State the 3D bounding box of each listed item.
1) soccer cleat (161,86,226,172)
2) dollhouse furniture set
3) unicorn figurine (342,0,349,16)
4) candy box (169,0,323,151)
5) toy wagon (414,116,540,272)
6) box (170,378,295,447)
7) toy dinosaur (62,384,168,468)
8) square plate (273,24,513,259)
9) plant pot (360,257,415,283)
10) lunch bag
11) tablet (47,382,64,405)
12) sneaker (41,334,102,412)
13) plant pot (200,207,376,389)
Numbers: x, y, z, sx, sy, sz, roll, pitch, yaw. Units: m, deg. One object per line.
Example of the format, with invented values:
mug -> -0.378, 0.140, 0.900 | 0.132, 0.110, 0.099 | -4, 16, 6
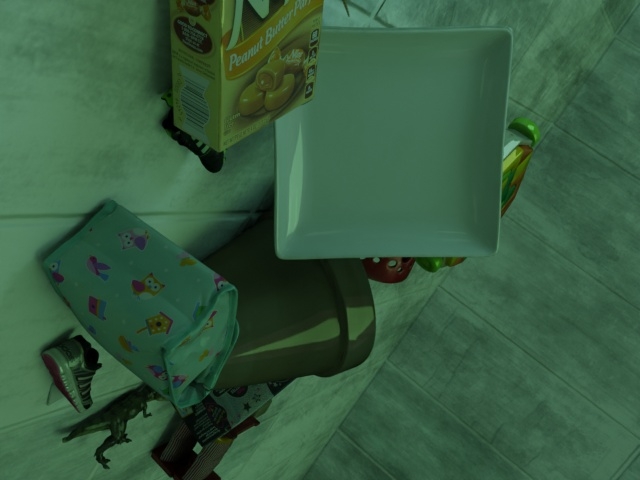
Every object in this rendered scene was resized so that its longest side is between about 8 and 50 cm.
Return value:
soccer cleat -> -0.172, -0.148, 1.087 | 0.072, 0.060, 0.179 | -35, 151, -19
dollhouse furniture set -> -0.206, 0.435, 1.943 | 0.201, 0.152, 0.374 | -59, 161, 20
unicorn figurine -> 0.050, -0.412, 1.123 | 0.111, 0.060, 0.162 | -39, 142, -34
candy box -> -0.080, -0.279, 0.930 | 0.183, 0.087, 0.316 | -38, 149, -38
toy wagon -> 0.271, -0.054, 1.427 | 0.267, 0.068, 0.344 | -43, 159, -22
box -> -0.169, 0.298, 1.721 | 0.247, 0.142, 0.163 | -33, 175, -46
toy dinosaur -> -0.382, 0.348, 1.506 | 0.268, 0.064, 0.118 | -25, 134, -53
square plate -> 0.100, -0.141, 1.203 | 0.049, 0.344, 0.347 | -96, -175, -71
plant pot -> 0.151, -0.019, 1.889 | 0.191, 0.191, 0.174 | -24, 145, -55
lunch bag -> -0.236, 0.104, 1.126 | 0.160, 0.223, 0.262 | -49, 163, -27
tablet -> -0.405, 0.233, 1.316 | 0.083, 0.006, 0.054 | -29, 151, -50
sneaker -> -0.368, 0.203, 1.247 | 0.075, 0.063, 0.170 | -38, 149, -26
plant pot -> -0.109, 0.123, 1.412 | 0.280, 0.323, 0.323 | -21, 148, -29
